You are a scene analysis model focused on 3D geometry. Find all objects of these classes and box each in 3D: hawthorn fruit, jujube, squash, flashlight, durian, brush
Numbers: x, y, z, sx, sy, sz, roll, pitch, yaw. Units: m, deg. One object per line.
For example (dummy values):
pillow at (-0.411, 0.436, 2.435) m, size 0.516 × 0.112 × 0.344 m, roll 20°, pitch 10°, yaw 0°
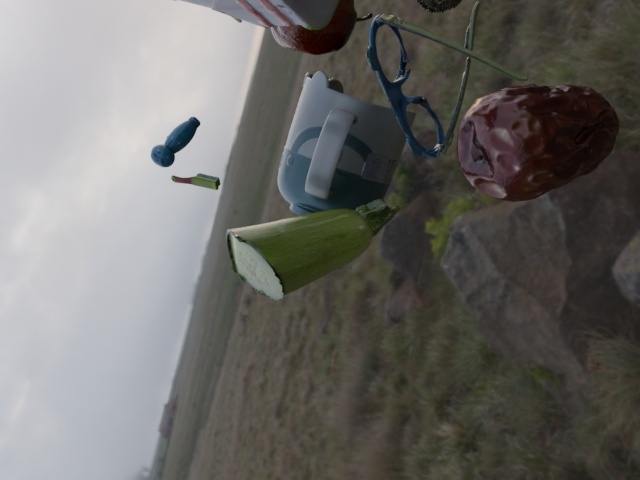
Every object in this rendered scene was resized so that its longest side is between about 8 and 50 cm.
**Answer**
hawthorn fruit at (0.002, -0.409, 1.277) m, size 0.157 × 0.194 × 0.157 m, roll -176°, pitch 90°, yaw -69°
jujube at (0.293, -0.138, 0.960) m, size 0.155 × 0.230 × 0.155 m, roll 36°, pitch 137°, yaw 43°
squash at (0.001, 0.016, 1.168) m, size 0.137 × 0.287 × 0.137 m, roll 167°, pitch 90°, yaw -72°
flashlight at (-0.290, -0.200, 1.444) m, size 0.129 × 0.051 × 0.051 m, roll -51°, pitch 0°, yaw -19°
durian at (0.199, -0.411, 1.169) m, size 0.091 × 0.080 × 0.080 m, roll -34°, pitch -21°, yaw -36°
brush at (-0.203, -0.099, 1.162) m, size 0.019 × 0.083 × 0.021 m, roll 84°, pitch -160°, yaw -47°

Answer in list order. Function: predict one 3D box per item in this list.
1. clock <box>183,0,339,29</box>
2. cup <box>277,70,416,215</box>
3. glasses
clock at (-0.103, -0.400, 0.924) m, size 0.309 × 0.166 × 0.235 m, roll 14°, pitch 78°, yaw 44°
cup at (0.035, -0.164, 1.330) m, size 0.290 × 0.219 × 0.257 m, roll -41°, pitch -30°, yaw -78°
glasses at (0.192, -0.254, 1.086) m, size 0.102 × 0.207 × 0.239 m, roll -92°, pitch -23°, yaw -67°
